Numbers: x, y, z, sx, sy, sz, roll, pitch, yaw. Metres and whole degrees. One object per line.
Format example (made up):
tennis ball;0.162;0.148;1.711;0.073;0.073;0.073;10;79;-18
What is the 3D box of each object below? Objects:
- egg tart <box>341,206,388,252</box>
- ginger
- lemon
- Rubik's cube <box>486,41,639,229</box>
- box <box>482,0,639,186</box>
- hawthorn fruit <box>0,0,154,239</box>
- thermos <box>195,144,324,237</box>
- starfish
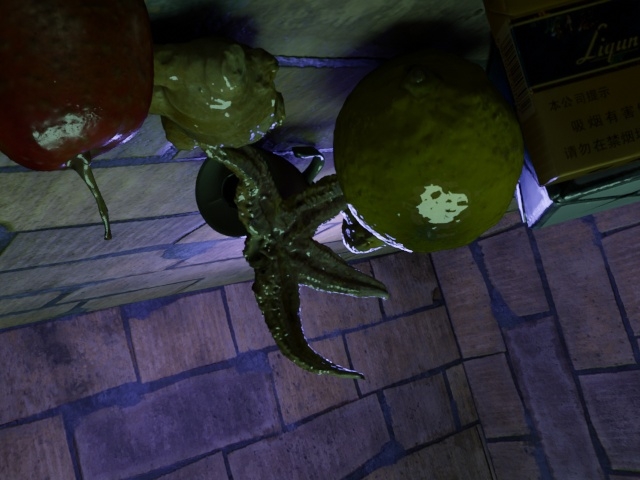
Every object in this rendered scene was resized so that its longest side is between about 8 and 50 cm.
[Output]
egg tart;0.127;-0.107;1.218;0.290;0.115;0.290;-39;-161;16
ginger;-0.112;-0.150;0.688;0.157;0.102;0.216;-10;170;5
lemon;0.136;-0.115;0.858;0.253;0.254;0.310;-17;151;10
Rubik's cube;0.388;-0.180;0.919;0.254;0.259;0.260;-17;168;6
box;0.268;-0.189;0.663;0.152;0.237;0.070;-15;177;0
hawthorn fruit;-0.186;-0.108;0.468;0.162;0.204;0.162;-19;172;-3
thermos;-0.076;-0.088;1.114;0.176;0.146;0.265;-50;165;15
starfish;-0.008;0.003;0.959;0.383;0.398;0.132;-19;-170;-41
